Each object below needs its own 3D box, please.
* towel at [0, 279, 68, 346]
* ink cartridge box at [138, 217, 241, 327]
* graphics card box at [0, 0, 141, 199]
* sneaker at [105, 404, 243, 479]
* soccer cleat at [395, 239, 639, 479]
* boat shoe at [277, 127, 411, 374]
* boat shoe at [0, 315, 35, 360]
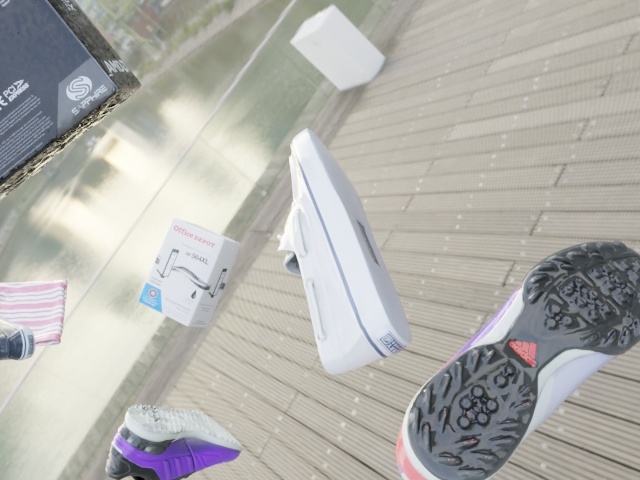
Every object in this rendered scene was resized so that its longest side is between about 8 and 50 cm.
[{"bbox_3d":[-0.580,0.139,1.219,0.197,0.144,0.029,-114,26,-52],"label":"towel"},{"bbox_3d":[-0.286,0.070,1.360,0.148,0.086,0.203,21,88,23],"label":"ink cartridge box"},{"bbox_3d":[-0.393,-0.236,0.623,0.233,0.371,0.094,-36,12,9],"label":"graphics card box"},{"bbox_3d":[-0.273,0.394,1.136,0.102,0.293,0.146,27,86,40],"label":"sneaker"},{"bbox_3d":[0.189,0.110,0.570,0.318,0.108,0.116,-35,-21,-25],"label":"soccer cleat"},{"bbox_3d":[0.000,0.000,0.576,0.084,0.095,0.258,-30,49,15],"label":"boat shoe"},{"bbox_3d":[-0.497,0.140,0.893,0.184,0.083,0.065,0,89,37],"label":"boat shoe"}]
